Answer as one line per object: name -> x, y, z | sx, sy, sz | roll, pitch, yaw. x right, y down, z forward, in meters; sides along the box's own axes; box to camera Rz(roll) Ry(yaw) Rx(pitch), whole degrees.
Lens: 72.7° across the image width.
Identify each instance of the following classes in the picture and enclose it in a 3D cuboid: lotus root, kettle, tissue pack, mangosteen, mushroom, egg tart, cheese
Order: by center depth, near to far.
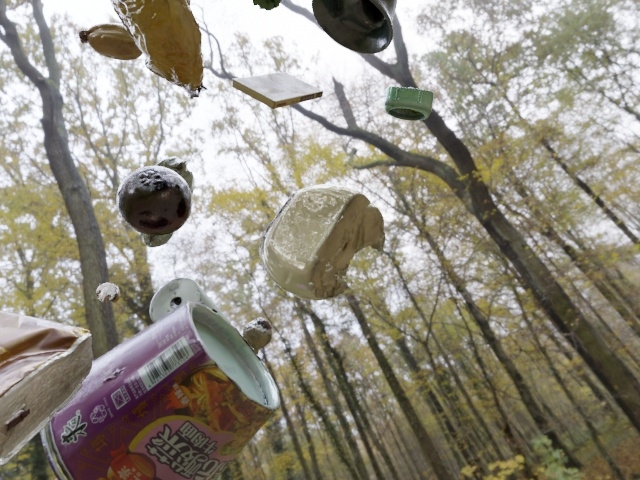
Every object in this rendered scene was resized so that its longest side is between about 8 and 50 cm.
tissue pack -> -0.412, 0.153, 0.494 | 0.226, 0.183, 0.092 | 9, -68, 3
egg tart -> -0.279, -0.358, 0.728 | 0.098, 0.252, 0.232 | -29, 11, -22
mangosteen -> -0.339, -0.075, 0.897 | 0.152, 0.152, 0.152 | -18, -33, -12
lotus root -> -0.423, -0.418, 0.916 | 0.150, 0.073, 0.062 | 6, -17, -9
cheese -> 0.000, 0.000, 0.940 | 0.266, 0.233, 0.127 | -57, -37, -18
mushroom -> -0.507, 0.125, 1.038 | 0.049, 0.101, 0.019 | -59, -43, -18
kettle -> -0.513, 0.294, 1.719 | 0.205, 0.265, 0.318 | -48, -34, -17

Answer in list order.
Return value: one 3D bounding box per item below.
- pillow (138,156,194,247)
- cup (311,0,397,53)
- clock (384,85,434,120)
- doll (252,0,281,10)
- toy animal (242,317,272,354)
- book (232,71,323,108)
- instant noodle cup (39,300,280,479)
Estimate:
pillow -> -0.472, -0.114, 1.309 | 0.138, 0.310, 0.284 | 22, -91, -23
cup -> 0.100, -0.545, 0.973 | 0.150, 0.199, 0.199 | -63, -33, -10
clock -> 0.279, -0.431, 1.392 | 0.148, 0.060, 0.188 | 10, 0, 7
doll -> -0.124, -0.503, 0.886 | 0.076, 0.113, 0.078 | -38, -59, -14
toy animal -> -0.200, 0.314, 1.431 | 0.098, 0.098, 0.137 | -19, -46, -12
book -> -0.119, -0.435, 1.250 | 0.231, 0.161, 0.026 | -33, -31, -47
instant noodle cup -> -0.247, 0.282, 0.769 | 0.266, 0.340, 0.340 | -40, -32, -4
